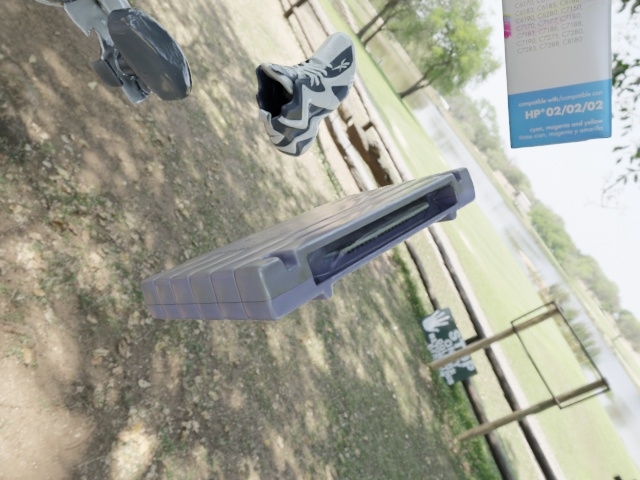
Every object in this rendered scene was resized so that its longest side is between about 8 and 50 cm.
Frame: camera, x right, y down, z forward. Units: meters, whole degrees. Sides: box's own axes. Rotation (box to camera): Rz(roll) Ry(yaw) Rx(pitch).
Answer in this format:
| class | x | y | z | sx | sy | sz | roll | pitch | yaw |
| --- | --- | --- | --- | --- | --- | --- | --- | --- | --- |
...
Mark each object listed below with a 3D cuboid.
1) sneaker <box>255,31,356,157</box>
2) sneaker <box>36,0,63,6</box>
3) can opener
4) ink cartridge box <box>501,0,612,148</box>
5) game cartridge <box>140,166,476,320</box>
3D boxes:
| class | x | y | z | sx | sy | sz | roll | pitch | yaw |
| --- | --- | --- | --- | --- | --- | --- | --- | --- | --- |
| sneaker | -0.028 | -0.267 | 0.758 | 0.094 | 0.235 | 0.153 | 35 | 0 | 23 |
| sneaker | -0.235 | -0.282 | 0.475 | 0.051 | 0.134 | 0.070 | 79 | -13 | -49 |
| can opener | -0.195 | -0.242 | 0.393 | 0.283 | 0.095 | 0.076 | 70 | 27 | -53 |
| ink cartridge box | 0.158 | -0.162 | 0.316 | 0.104 | 0.062 | 0.181 | -36 | 119 | -59 |
| game cartridge | 0.000 | 0.000 | 0.543 | 0.355 | 0.230 | 0.068 | -26 | 97 | -43 |
